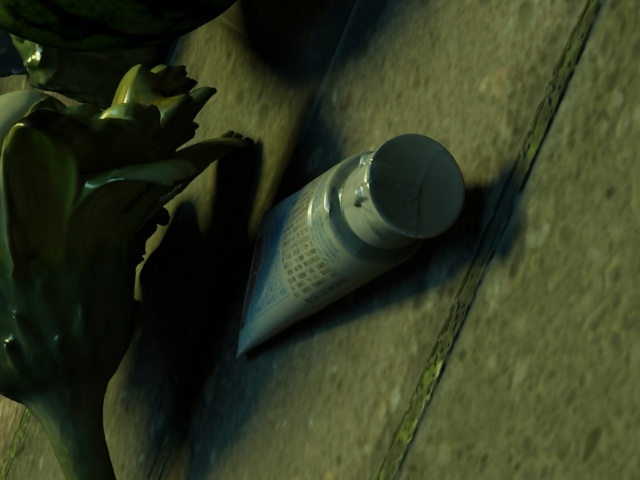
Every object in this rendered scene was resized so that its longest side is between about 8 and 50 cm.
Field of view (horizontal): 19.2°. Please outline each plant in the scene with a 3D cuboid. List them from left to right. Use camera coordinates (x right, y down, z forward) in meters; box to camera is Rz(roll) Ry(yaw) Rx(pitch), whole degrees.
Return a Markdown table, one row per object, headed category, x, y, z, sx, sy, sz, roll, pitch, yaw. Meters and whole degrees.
| category | x | y | z | sx | sy | sz | roll | pitch | yaw |
| --- | --- | --- | --- | --- | --- | --- | --- | --- | --- |
| plant | -0.193 | 0.032 | 1.107 | 0.306 | 0.261 | 0.297 | 155 | 128 | -71 |

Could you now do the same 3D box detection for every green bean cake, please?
| category | x | y | z | sx | sy | sz | roll | pitch | yaw |
| --- | --- | --- | --- | --- | --- | --- | --- | --- | --- |
| green bean cake | -0.164 | -0.202 | 1.381 | 0.173 | 0.094 | 0.181 | -62 | 29 | 19 |

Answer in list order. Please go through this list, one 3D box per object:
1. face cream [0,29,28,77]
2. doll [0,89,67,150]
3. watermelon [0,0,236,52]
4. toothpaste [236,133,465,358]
| category | x | y | z | sx | sy | sz | roll | pitch | yaw |
| --- | --- | --- | --- | --- | --- | --- | --- | --- | --- |
| face cream | -0.299 | -0.277 | 1.547 | 0.249 | 0.225 | 0.249 | -38 | 42 | 45 |
| doll | -0.243 | -0.050 | 1.433 | 0.180 | 0.107 | 0.110 | 168 | 96 | -67 |
| watermelon | -0.133 | -0.254 | 1.137 | 0.285 | 0.285 | 0.285 | -41 | 40 | 47 |
| toothpaste | 0.000 | 0.000 | 0.990 | 0.234 | 0.057 | 0.089 | 151 | 133 | -63 |
